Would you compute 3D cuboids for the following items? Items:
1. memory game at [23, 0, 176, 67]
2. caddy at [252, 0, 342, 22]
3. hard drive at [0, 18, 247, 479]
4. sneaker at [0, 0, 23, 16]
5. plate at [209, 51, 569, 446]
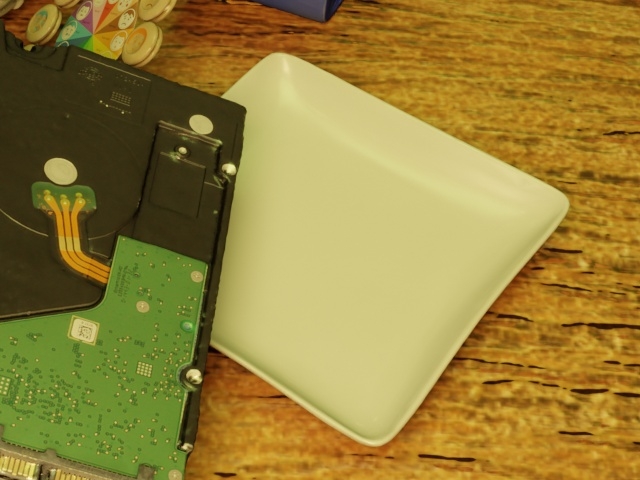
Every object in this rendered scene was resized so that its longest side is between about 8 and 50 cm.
[{"bbox_3d":[-0.179,-0.160,1.085,0.186,0.012,0.186,-24,49,31],"label":"memory game"},{"bbox_3d":[-0.024,-0.349,1.161,0.179,0.241,0.341,25,86,6],"label":"caddy"},{"bbox_3d":[-0.181,0.011,0.885,0.237,0.064,0.339,18,47,-14],"label":"hard drive"},{"bbox_3d":[-0.259,-0.247,1.157,0.297,0.111,0.129,-18,83,-31],"label":"sneaker"},{"bbox_3d":[0.000,0.000,1.024,0.277,0.045,0.278,29,53,19],"label":"plate"}]
